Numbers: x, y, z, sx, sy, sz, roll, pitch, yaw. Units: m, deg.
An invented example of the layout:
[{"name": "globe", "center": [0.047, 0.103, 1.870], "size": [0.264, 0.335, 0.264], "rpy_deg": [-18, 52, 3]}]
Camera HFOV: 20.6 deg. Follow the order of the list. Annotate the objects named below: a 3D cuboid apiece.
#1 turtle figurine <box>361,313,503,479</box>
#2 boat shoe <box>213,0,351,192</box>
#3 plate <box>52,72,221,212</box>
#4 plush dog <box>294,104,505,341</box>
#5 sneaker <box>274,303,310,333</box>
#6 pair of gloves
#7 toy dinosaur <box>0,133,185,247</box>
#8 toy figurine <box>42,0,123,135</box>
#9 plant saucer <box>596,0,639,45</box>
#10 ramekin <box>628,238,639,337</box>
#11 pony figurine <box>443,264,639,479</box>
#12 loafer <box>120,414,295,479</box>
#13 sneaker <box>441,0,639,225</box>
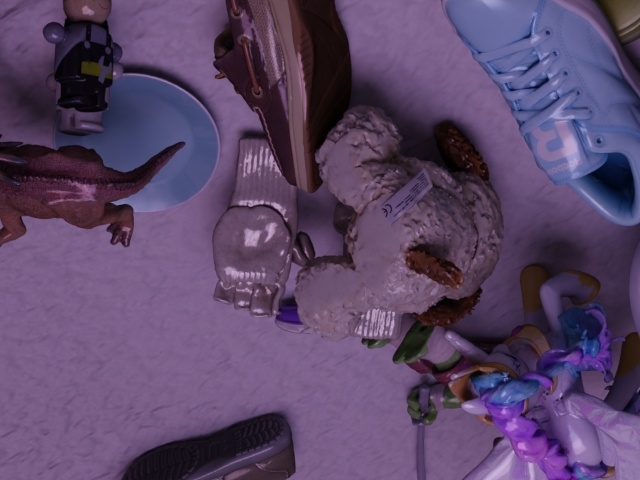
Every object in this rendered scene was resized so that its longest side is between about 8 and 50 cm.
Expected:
[{"name": "turtle figurine", "center": [0.153, 0.213, 2.089], "size": [0.275, 0.198, 0.266], "rpy_deg": [-37, 116, 21]}, {"name": "boat shoe", "center": [-0.051, -0.204, 1.847], "size": [0.123, 0.123, 0.342], "rpy_deg": [11, 135, 23]}, {"name": "plate", "center": [-0.205, -0.112, 1.966], "size": [0.188, 0.024, 0.188], "rpy_deg": [1, 128, 1]}, {"name": "plush dog", "center": [0.118, -0.007, 1.896], "size": [0.210, 0.225, 0.262], "rpy_deg": [18, 107, 35]}, {"name": "sneaker", "center": [0.022, 0.064, 2.077], "size": [0.170, 0.068, 0.071], "rpy_deg": [-17, 92, 22]}, {"name": "pair of gloves", "center": [0.000, 0.000, 1.976], "size": [0.240, 0.042, 0.204], "rpy_deg": [13, 96, -11]}, {"name": "toy dinosaur", "center": [-0.287, -0.061, 1.823], "size": [0.296, 0.127, 0.200], "rpy_deg": [-5, 166, -2]}, {"name": "toy figurine", "center": [-0.306, -0.196, 1.795], "size": [0.209, 0.148, 0.213], "rpy_deg": [1, 172, -5]}, {"name": "plant saucer", "center": [0.271, -0.286, 1.808], "size": [0.241, 0.037, 0.241], "rpy_deg": [1, 127, 1]}, {"name": "ramekin", "center": [0.452, 0.054, 1.938], "size": [0.207, 0.207, 0.109], "rpy_deg": [40, 155, -25]}, {"name": "pony figurine", "center": [0.268, 0.205, 1.906], "size": [0.303, 0.363, 0.351], "rpy_deg": [-25, 94, 29]}, {"name": "loafer", "center": [-0.142, 0.304, 2.232], "size": [0.251, 0.094, 0.087], "rpy_deg": [-19, 120, 15]}, {"name": "sneaker", "center": [0.251, -0.144, 1.803], "size": [0.135, 0.150, 0.366], "rpy_deg": [-24, 134, 36]}]
